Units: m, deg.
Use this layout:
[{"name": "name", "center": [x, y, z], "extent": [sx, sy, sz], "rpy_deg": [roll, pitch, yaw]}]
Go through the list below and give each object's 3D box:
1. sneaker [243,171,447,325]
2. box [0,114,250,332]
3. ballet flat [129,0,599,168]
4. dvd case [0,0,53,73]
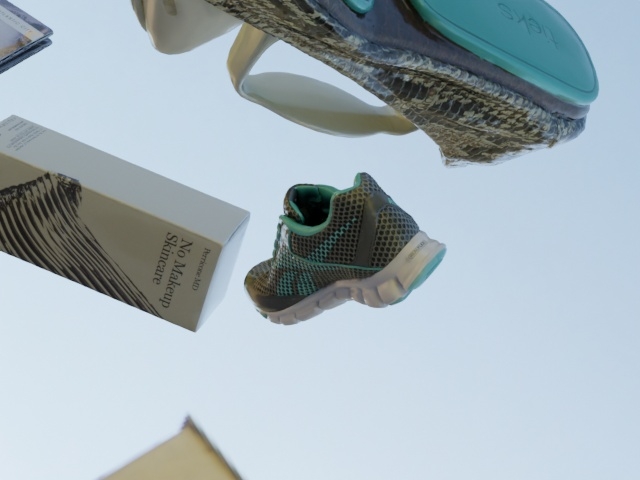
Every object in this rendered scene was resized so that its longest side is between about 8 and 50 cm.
[{"name": "sneaker", "center": [0.000, 0.000, 0.723], "extent": [0.076, 0.065, 0.166], "rpy_deg": [53, -35, -14]}, {"name": "box", "center": [-0.220, -0.019, 1.255], "extent": [0.275, 0.094, 0.113], "rpy_deg": [21, -65, 6]}, {"name": "ballet flat", "center": [-0.004, -0.153, 0.785], "extent": [0.182, 0.483, 0.164], "rpy_deg": [-29, -125, 28]}, {"name": "dvd case", "center": [-0.339, -0.144, 0.938], "extent": [0.165, 0.221, 0.018], "rpy_deg": [34, -39, 21]}]
